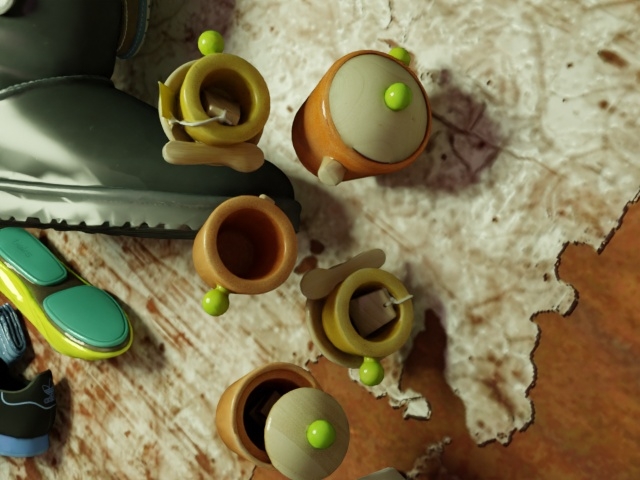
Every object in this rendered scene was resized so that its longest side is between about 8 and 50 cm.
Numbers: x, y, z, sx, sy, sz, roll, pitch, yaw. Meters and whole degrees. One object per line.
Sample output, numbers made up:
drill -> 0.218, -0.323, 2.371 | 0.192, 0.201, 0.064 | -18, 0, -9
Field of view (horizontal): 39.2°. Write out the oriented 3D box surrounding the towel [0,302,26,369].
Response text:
towel -> -0.374, 0.126, 1.002 | 0.119, 0.029, 0.067 | -34, 72, 26

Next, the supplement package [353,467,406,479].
supplement package -> -0.011, 0.344, 0.665 | 0.175, 0.177, 0.293 | 44, 111, 27

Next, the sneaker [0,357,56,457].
sneaker -> -0.390, 0.160, 0.949 | 0.232, 0.081, 0.091 | 9, 95, 3

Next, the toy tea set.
toy tea set -> 0.000, 0.000, 0.656 | 0.124, 0.200, 0.336 | -23, 73, 62

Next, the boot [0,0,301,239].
boot -> -0.184, -0.230, 0.783 | 0.366, 0.146, 0.446 | 4, 87, 6

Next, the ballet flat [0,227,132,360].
ballet flat -> -0.269, 0.070, 0.920 | 0.231, 0.077, 0.077 | 35, 127, 32

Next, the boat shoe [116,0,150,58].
boat shoe -> -0.216, -0.273, 0.888 | 0.066, 0.066, 0.183 | -2, 94, 43

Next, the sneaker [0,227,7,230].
sneaker -> -0.395, -0.030, 0.954 | 0.061, 0.158, 0.065 | 11, 82, 32
